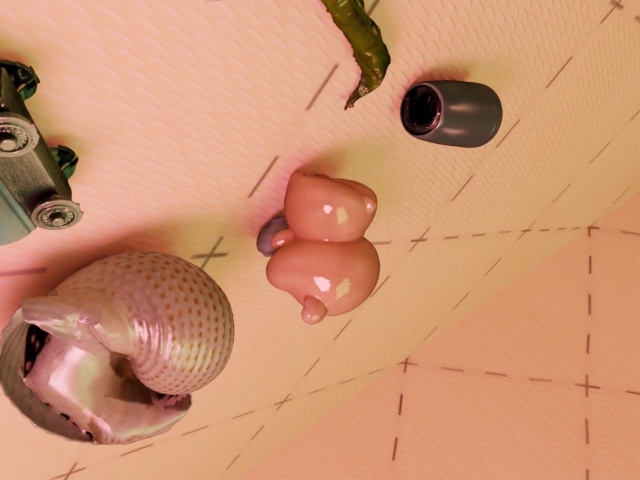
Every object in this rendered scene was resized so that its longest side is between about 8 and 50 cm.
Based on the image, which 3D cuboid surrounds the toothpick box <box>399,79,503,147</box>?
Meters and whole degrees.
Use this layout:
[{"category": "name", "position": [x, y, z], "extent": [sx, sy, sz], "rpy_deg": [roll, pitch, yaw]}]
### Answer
[{"category": "toothpick box", "position": [0.230, -0.227, 1.179], "extent": [0.184, 0.120, 0.120], "rpy_deg": [-5, 139, -45]}]

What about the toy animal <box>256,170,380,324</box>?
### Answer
[{"category": "toy animal", "position": [0.018, -0.001, 1.142], "extent": [0.221, 0.229, 0.210], "rpy_deg": [-53, 157, 24]}]

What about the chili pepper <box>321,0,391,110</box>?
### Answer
[{"category": "chili pepper", "position": [0.039, -0.287, 0.891], "extent": [0.085, 0.076, 0.359], "rpy_deg": [-61, 157, -11]}]

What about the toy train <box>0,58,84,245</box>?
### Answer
[{"category": "toy train", "position": [-0.349, -0.082, 0.692], "extent": [0.159, 0.101, 0.248], "rpy_deg": [-16, 150, -10]}]

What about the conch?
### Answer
[{"category": "conch", "position": [-0.300, 0.140, 0.980], "extent": [0.319, 0.215, 0.303], "rpy_deg": [31, 105, -30]}]
